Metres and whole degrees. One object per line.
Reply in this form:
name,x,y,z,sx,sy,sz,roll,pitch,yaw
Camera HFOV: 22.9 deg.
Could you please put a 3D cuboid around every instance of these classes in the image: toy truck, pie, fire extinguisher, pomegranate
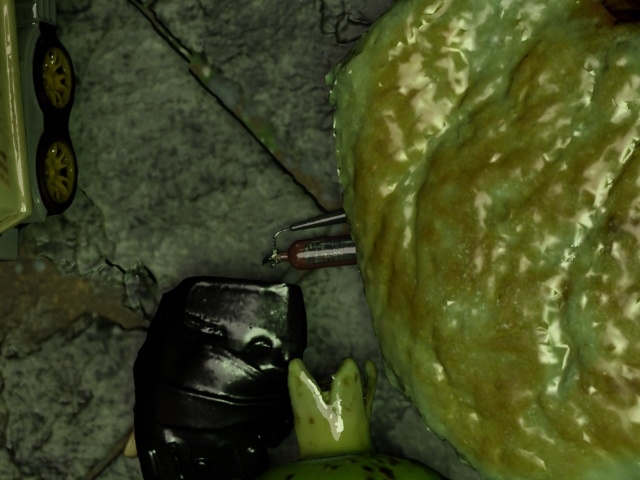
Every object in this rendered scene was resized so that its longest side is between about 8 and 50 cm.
toy truck,-0.310,-0.185,1.222,0.181,0.254,0.405,-2,88,16
pie,0.202,-0.006,1.155,0.418,0.180,0.395,2,92,19
fire extinguisher,-0.001,-0.001,1.266,0.100,0.032,0.046,-5,101,6
pomegranate,0.019,0.220,1.189,0.211,0.211,0.263,-8,71,12

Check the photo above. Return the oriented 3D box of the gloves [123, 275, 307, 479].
gloves,-0.085,0.133,1.253,0.164,0.124,0.203,3,84,30
